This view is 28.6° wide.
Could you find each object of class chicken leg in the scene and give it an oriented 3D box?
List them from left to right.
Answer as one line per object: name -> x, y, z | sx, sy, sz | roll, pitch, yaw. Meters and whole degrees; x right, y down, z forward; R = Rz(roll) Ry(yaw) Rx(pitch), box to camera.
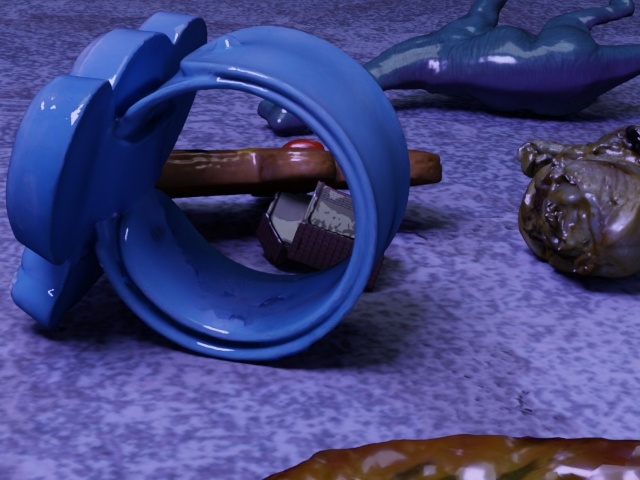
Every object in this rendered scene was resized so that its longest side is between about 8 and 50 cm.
chicken leg -> 0.191, -0.036, 0.878 | 0.103, 0.088, 0.227 | -6, 21, 15

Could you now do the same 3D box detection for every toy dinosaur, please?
toy dinosaur -> 0.175, -0.144, 1.195 | 0.384, 0.129, 0.331 | 12, 33, 21

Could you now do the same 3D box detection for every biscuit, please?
biscuit -> -0.038, -0.052, 0.884 | 0.250, 0.036, 0.165 | -3, -1, -7

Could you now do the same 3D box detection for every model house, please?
model house -> 0.000, 0.000, 0.815 | 0.083, 0.057, 0.058 | 20, 58, -2

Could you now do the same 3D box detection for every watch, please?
watch -> -0.055, -0.023, 0.700 | 0.193, 0.210, 0.211 | 21, 23, 7

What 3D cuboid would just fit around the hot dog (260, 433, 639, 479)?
hot dog -> 0.076, 0.137, 0.338 | 0.272, 0.122, 0.196 | 9, 20, 21
